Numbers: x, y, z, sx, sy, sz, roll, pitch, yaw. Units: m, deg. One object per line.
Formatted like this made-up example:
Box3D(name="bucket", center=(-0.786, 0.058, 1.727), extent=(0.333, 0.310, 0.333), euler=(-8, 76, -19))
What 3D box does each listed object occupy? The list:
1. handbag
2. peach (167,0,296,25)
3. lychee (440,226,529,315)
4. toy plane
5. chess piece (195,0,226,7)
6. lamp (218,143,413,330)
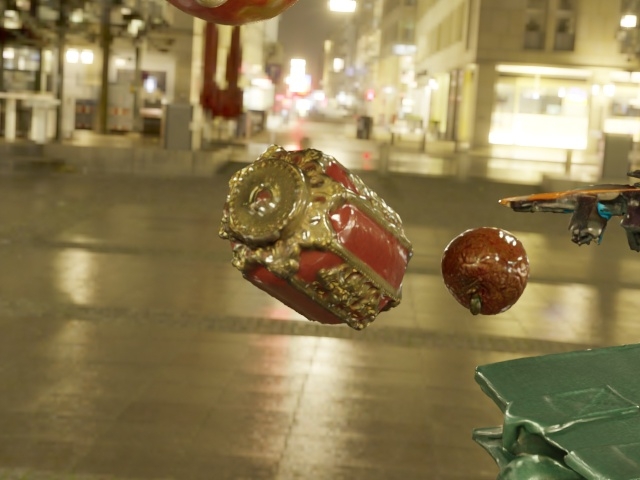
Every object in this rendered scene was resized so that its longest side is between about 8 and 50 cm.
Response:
Box3D(name="handbag", center=(0.255, 0.153, 0.695), extent=(0.238, 0.089, 0.326), euler=(-2, 16, -18))
Box3D(name="peach", center=(-0.137, -0.517, 1.737), extent=(0.388, 0.388, 0.388), euler=(4, 7, 0))
Box3D(name="lychee", center=(0.185, 0.035, 1.328), extent=(0.140, 0.114, 0.101), euler=(-23, 49, -34))
Box3D(name="toy plane", center=(0.190, -0.012, 0.651), extent=(0.188, 0.135, 0.062), euler=(-5, 47, 24))
Box3D(name="chess piece", center=(-0.111, -0.380, 1.496), extent=(0.094, 0.170, 0.094), euler=(39, 7, -6))
Box3D(name="lamp", center=(0.000, 0.000, 1.331), extent=(0.177, 0.177, 0.274), euler=(8, -17, 33))
